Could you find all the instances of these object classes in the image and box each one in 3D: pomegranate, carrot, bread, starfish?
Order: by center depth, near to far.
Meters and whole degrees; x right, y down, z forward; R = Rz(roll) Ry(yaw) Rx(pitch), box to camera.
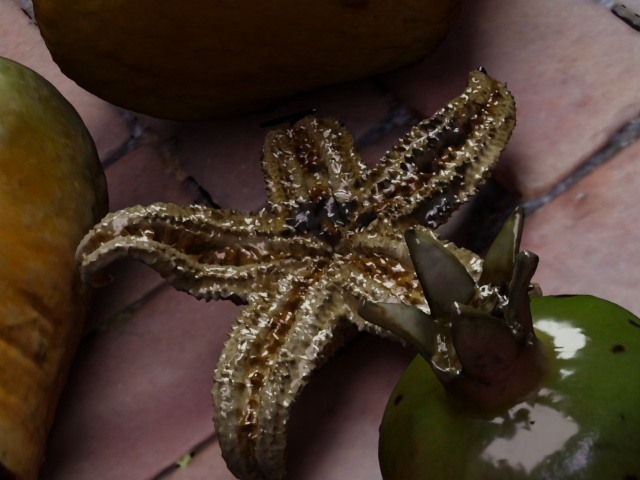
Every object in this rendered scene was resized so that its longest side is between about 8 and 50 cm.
[{"bbox_3d":[0.103,0.091,0.836,0.181,0.224,0.181,-22,35,17],"label":"pomegranate"},{"bbox_3d":[-0.002,0.002,1.075,0.312,0.113,0.303,-17,44,0],"label":"starfish"},{"bbox_3d":[-0.262,0.038,1.098,0.224,0.224,0.341,-14,48,17],"label":"carrot"},{"bbox_3d":[-0.046,-0.230,1.190,0.358,0.337,0.204,-16,67,17],"label":"bread"}]
